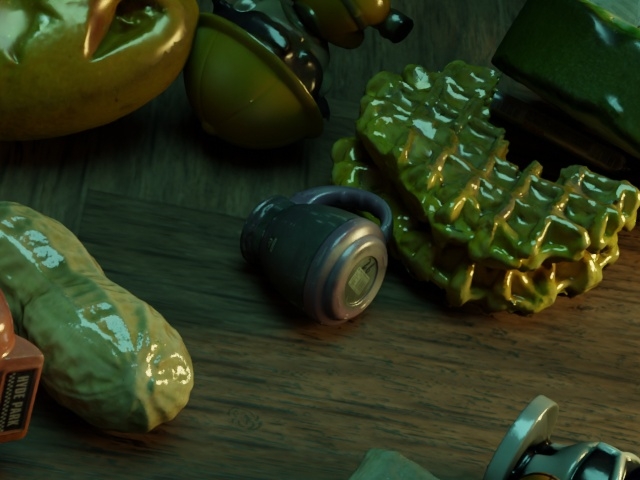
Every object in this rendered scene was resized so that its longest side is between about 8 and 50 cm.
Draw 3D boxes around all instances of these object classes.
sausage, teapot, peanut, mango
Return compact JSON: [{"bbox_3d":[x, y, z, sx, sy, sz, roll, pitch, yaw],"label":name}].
[{"bbox_3d":[0.261,-0.147,1.931,0.269,0.033,0.033,29,42,14],"label":"sausage"},{"bbox_3d":[-0.005,-0.002,1.606,0.146,0.116,0.148,28,85,32],"label":"teapot"},{"bbox_3d":[-0.241,0.065,1.451,0.298,0.120,0.136,40,2,27],"label":"peanut"},{"bbox_3d":[-0.312,-0.231,1.680,0.365,0.182,0.253,-1,82,-10],"label":"mango"}]

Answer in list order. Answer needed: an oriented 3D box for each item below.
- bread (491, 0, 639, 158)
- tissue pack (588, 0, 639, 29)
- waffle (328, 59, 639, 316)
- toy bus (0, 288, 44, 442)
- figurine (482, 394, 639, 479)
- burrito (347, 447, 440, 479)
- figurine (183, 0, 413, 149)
[{"bbox_3d":[0.377,-0.160,1.829,0.366,0.129,0.382,28,10,-22],"label":"bread"},{"bbox_3d":[0.414,-0.286,2.033,0.103,0.090,0.170,44,6,32],"label":"tissue pack"},{"bbox_3d":[0.174,-0.059,1.715,0.261,0.151,0.324,-24,51,-32],"label":"waffle"},{"bbox_3d":[-0.423,0.030,1.376,0.233,0.203,0.427,-7,43,-32],"label":"toy bus"},{"bbox_3d":[0.266,0.247,1.400,0.236,0.133,0.176,29,24,20],"label":"figurine"},{"bbox_3d":[0.039,0.303,1.296,0.143,0.105,0.299,23,42,14],"label":"burrito"},{"bbox_3d":[-0.039,-0.216,1.744,0.192,0.257,0.167,46,15,6],"label":"figurine"}]
